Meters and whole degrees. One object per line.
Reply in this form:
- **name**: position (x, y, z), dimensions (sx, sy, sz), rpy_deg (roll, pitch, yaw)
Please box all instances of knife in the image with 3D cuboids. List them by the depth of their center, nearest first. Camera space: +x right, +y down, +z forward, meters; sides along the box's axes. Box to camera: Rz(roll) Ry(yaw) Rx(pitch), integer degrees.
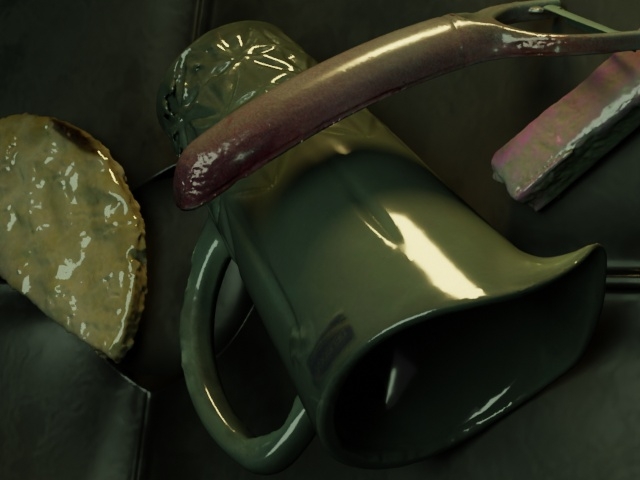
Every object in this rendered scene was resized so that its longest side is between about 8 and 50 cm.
- **knife**: position (0.036, -0.092, 0.974), dimensions (0.278, 0.053, 0.123), rpy_deg (-22, 20, -15)

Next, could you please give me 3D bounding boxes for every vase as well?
- **vase**: position (0.000, 0.000, 1.026), dimensions (0.251, 0.156, 0.301), rpy_deg (-45, 53, 12)

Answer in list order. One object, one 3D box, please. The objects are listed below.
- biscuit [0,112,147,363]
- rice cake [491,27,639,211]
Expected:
- **biscuit**: position (-0.198, -0.019, 1.214), dimensions (0.250, 0.032, 0.133), rpy_deg (28, 93, 34)
- **rice cake**: position (0.185, -0.096, 0.997), dimensions (0.207, 0.036, 0.047), rpy_deg (-42, 59, 16)
